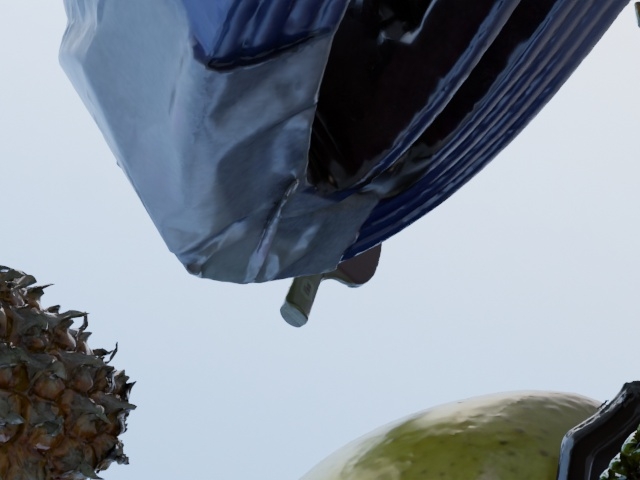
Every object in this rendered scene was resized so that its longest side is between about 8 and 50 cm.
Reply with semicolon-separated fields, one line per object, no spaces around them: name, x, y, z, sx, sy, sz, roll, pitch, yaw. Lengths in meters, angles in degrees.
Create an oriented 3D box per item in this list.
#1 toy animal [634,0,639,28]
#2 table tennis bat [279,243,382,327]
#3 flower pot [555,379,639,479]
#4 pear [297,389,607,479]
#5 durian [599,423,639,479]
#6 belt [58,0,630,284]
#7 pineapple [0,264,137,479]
toy animal;0.260;-0.115;0.868;0.241;0.099;0.057;37;-139;-63
table tennis bat;0.000;0.000;1.329;0.138;0.022;0.246;44;-147;-15
flower pot;0.210;0.207;0.717;0.178;0.251;0.084;7;-175;-11
pear;0.107;0.299;0.974;0.418;0.362;0.362;-39;-100;-26
durian;0.162;0.094;0.481;0.215;0.100;0.086;11;-147;-27
belt;0.029;-0.128;0.493;0.212;0.347;0.117;-15;-120;-38
pineapple;-0.390;0.173;1.457;0.300;0.352;0.352;50;-156;-31
